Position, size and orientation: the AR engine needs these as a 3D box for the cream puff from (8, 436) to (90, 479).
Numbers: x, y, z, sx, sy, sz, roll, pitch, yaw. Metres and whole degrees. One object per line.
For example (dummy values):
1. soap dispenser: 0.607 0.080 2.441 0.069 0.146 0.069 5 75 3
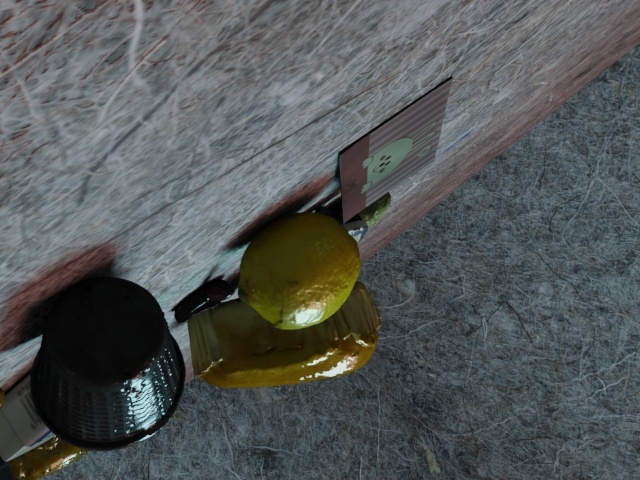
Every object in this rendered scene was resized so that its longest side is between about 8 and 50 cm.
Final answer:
1. cream puff: -0.467 0.338 1.380 0.150 0.115 0.165 -25 179 -27

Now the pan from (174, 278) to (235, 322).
1. pan: -0.191 0.097 1.381 0.114 0.040 0.212 -32 180 -25

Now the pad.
1. pad: 0.113 -0.129 1.254 0.202 0.005 0.300 -35 164 -8

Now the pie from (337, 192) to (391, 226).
1. pie: 0.000 0.000 1.603 0.323 0.071 0.323 -34 178 -1

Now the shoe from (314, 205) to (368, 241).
1. shoe: 0.010 -0.028 1.411 0.142 0.071 0.064 -8 147 -13

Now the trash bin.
1. trash bin: -0.233 0.124 0.875 0.175 0.175 0.161 -33 163 -25

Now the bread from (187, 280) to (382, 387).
1. bread: -0.079 0.189 1.586 0.388 0.183 0.236 -13 176 21

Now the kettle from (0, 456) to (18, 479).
1. kettle: -0.612 0.556 1.531 0.207 0.271 0.251 -29 171 -45

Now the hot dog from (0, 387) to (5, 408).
1. hot dog: -0.401 0.191 0.859 0.140 0.060 0.090 -39 179 -6

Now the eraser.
1. eraser: -0.341 0.195 1.124 0.279 0.081 0.124 -39 174 25

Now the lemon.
1. lemon: -0.031 0.046 1.256 0.180 0.181 0.193 -39 175 31
